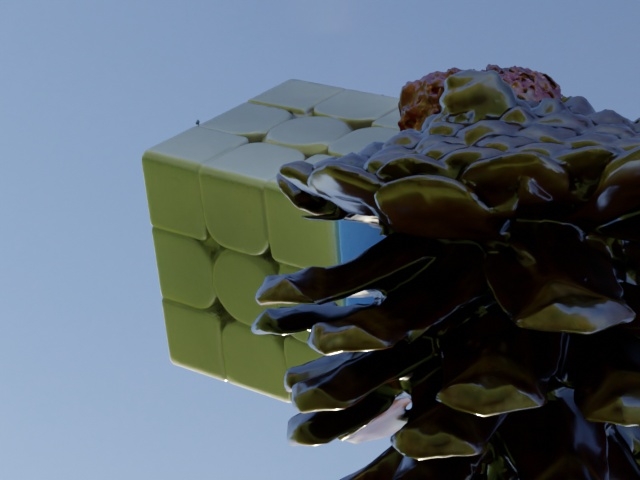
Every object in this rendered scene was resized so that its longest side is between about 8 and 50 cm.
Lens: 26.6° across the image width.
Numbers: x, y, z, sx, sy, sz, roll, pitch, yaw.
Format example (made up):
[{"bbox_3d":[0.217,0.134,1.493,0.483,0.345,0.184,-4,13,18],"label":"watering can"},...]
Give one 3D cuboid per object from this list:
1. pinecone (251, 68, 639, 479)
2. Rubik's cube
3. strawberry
[{"bbox_3d":[0.092,0.051,0.635,0.264,0.264,0.264,15,-67,39],"label":"pinecone"},{"bbox_3d":[0.000,0.000,1.615,0.291,0.292,0.290,14,-58,34],"label":"Rubik's cube"},{"bbox_3d":[0.171,-0.107,1.400,0.201,0.187,0.184,37,-45,24],"label":"strawberry"}]
